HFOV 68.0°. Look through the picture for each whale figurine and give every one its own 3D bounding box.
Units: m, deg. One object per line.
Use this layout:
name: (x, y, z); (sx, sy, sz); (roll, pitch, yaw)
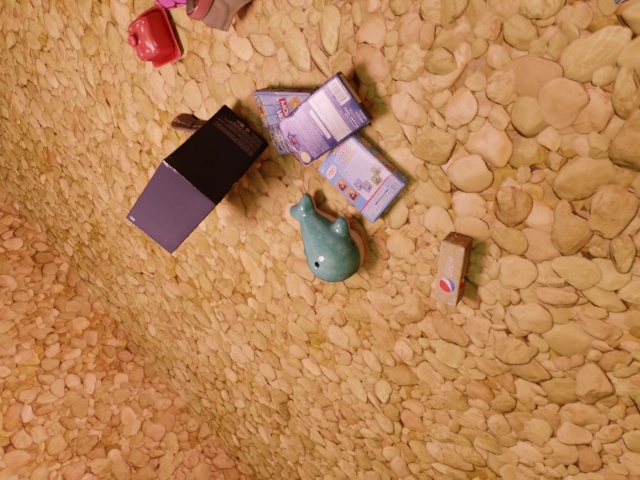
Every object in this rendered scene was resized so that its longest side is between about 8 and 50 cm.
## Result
whale figurine: (0.000, 0.000, 1.362); (0.272, 0.141, 0.216); (53, 136, 1)

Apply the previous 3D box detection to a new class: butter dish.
butter dish: (-0.528, -0.612, 1.440); (0.159, 0.118, 0.160); (-1, 114, 39)

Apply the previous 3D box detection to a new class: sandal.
sandal: (-0.417, -0.365, 1.547); (0.180, 0.072, 0.049); (20, 149, 24)

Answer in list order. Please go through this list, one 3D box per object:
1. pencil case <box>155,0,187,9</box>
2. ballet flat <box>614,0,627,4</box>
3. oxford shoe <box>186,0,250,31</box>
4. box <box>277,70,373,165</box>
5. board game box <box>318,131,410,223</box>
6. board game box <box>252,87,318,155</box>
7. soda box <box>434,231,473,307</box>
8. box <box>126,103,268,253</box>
pencil case: (-0.369, -0.685, 1.289); (0.209, 0.095, 0.098); (12, 159, 37)
ballet flat: (0.520, -0.419, 0.745); (0.041, 0.041, 0.114); (41, 136, 12)
oxford shoe: (-0.192, -0.671, 1.150); (0.348, 0.130, 0.123); (-41, 51, 33)
box: (0.005, -0.296, 1.181); (0.225, 0.036, 0.136); (-29, 103, 36)
board game box: (0.108, -0.170, 1.240); (0.211, 0.039, 0.160); (45, 135, 8)
board game box: (-0.069, -0.330, 1.274); (0.194, 0.060, 0.194); (-2, 114, 41)
soda box: (0.332, 0.074, 1.190); (0.061, 0.058, 0.181); (19, 127, 30)
box: (-0.367, -0.175, 1.414); (0.179, 0.313, 0.343); (42, 138, -12)
